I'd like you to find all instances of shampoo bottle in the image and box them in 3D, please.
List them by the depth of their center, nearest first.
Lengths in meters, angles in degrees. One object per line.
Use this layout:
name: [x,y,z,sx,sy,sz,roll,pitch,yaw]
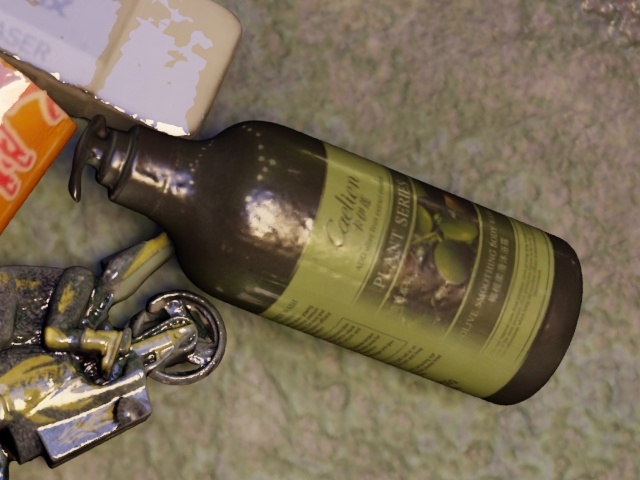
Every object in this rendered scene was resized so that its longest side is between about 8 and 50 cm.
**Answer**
shampoo bottle: [0.000,0.000,0.887,0.283,0.101,0.101,21,77,-18]

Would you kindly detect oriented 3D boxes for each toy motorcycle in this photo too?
toy motorcycle: [-0.150,0.059,0.882,0.193,0.061,0.124,-32,83,-17]

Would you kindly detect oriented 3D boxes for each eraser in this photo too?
eraser: [-0.215,-0.159,0.897,0.351,0.061,0.089,26,77,-10]

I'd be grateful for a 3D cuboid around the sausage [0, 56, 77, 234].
sausage: [-0.246,0.040,0.831,0.093,0.093,0.312,35,84,-7]
